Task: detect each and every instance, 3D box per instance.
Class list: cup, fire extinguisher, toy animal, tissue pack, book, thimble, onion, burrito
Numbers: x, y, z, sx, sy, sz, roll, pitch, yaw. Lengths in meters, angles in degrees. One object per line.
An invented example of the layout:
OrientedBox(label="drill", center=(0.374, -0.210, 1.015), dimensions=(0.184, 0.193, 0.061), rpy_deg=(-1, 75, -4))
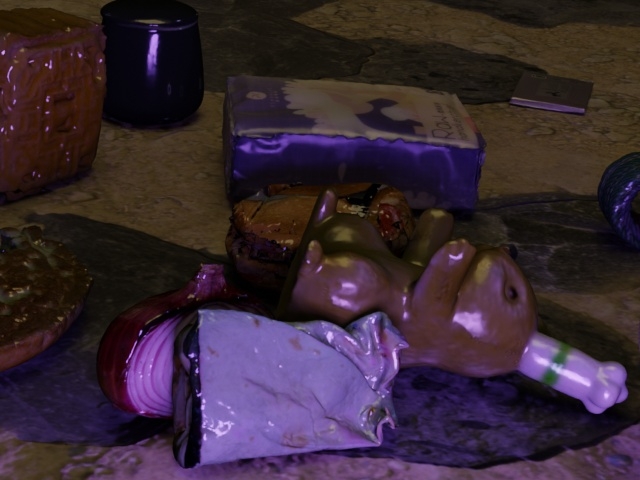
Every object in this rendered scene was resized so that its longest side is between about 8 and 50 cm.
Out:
OrientedBox(label="cup", center=(-0.263, -0.283, 2.257), dimensions=(0.169, 0.176, 0.223), rpy_deg=(-1, 24, -8))
OrientedBox(label="fire extinguisher", center=(0.205, 0.022, 1.826), dimensions=(0.083, 0.022, 0.028), rpy_deg=(-10, 57, -31))
OrientedBox(label="toy animal", center=(0.134, 0.059, 1.522), dimensions=(0.363, 0.180, 0.181), rpy_deg=(6, 18, -3))
OrientedBox(label="tissue pack", center=(0.040, -0.134, 2.026), dimensions=(0.344, 0.125, 0.242), rpy_deg=(2, 23, -7))
OrientedBox(label="book", center=(0.396, -0.252, 2.530), dimensions=(0.127, 0.014, 0.181), rpy_deg=(10, 23, 11))
OrientedBox(label="thimble", center=(0.432, -0.053, 1.926), dimensions=(0.135, 0.118, 0.090), rpy_deg=(3, 24, -6))
OrientedBox(label="onion", center=(-0.139, 0.092, 1.440), dimensions=(0.098, 0.151, 0.206), rpy_deg=(9, 8, 43))
OrientedBox(label="burrito", center=(-0.029, 0.136, 1.390), dimensions=(0.229, 0.143, 0.089), rpy_deg=(2, -4, -26))

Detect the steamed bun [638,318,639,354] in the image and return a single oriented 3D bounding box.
OrientedBox(label="steamed bun", center=(0.464, 0.082, 1.369), dimensions=(0.334, 0.333, 0.374), rpy_deg=(18, 25, 28))

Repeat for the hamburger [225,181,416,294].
OrientedBox(label="hamburger", center=(0.000, 0.000, 1.732), dimensions=(0.231, 0.106, 0.231), rpy_deg=(1, 25, -1))

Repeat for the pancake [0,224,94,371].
OrientedBox(label="pancake", center=(-0.347, 0.069, 1.564), dimensions=(0.197, 0.054, 0.376), rpy_deg=(9, 21, 5))

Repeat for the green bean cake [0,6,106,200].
OrientedBox(label="green bean cake", center=(-0.382, -0.181, 1.930), dimensions=(0.131, 0.224, 0.230), rpy_deg=(17, 22, 27))
